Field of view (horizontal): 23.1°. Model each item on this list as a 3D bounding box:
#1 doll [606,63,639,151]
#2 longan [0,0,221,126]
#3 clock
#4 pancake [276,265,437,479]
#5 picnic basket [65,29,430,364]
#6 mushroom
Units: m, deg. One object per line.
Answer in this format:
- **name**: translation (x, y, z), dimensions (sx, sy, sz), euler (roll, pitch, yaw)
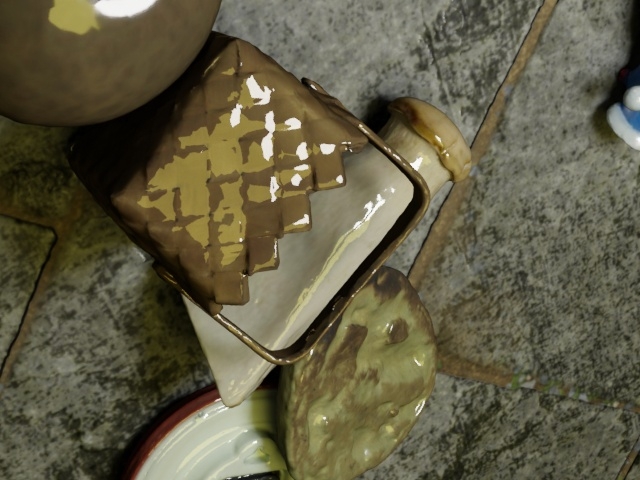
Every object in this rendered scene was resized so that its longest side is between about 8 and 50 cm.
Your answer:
- **doll**: translation (0.453, -0.221, 1.886), dimensions (0.215, 0.161, 0.256), euler (-25, 144, -51)
- **longan**: translation (-0.227, -0.247, 1.404), dimensions (0.297, 0.297, 0.297), euler (-14, 123, -23)
- **clock**: translation (-0.101, 0.312, 1.924), dimensions (0.319, 0.080, 0.318), euler (-14, 123, -22)
- **pancake**: translation (0.042, 0.167, 1.894), dimensions (0.294, 0.049, 0.294), euler (-29, 131, -40)
- **picnic basket**: translation (-0.068, -0.049, 1.578), dimensions (0.321, 0.291, 0.254), euler (41, 88, -23)
- **mushroom**: translation (-0.008, -0.004, 1.762), dimensions (0.407, 0.154, 0.137), euler (-45, 166, -7)
